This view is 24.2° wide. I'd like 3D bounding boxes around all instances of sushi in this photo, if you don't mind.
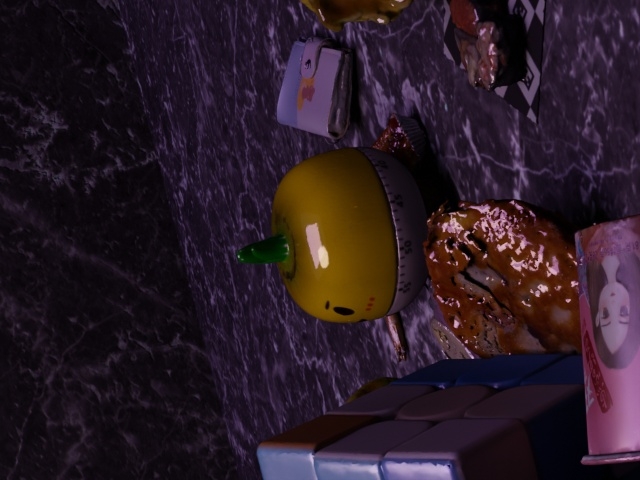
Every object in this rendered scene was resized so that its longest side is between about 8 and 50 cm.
[{"bbox_3d":[0.195,-0.326,1.922,0.294,0.059,0.292,-129,33,-56],"label":"sushi"}]

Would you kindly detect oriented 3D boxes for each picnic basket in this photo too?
[{"bbox_3d":[0.146,-0.010,2.266,0.193,0.054,0.110,107,147,-57],"label":"picnic basket"}]

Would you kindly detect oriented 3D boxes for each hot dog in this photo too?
[{"bbox_3d":[0.114,-0.123,2.298,0.108,0.059,0.191,67,157,20],"label":"hot dog"}]

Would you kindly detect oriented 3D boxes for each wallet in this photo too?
[{"bbox_3d":[-0.001,-0.261,2.536,0.231,0.069,0.170,28,109,63],"label":"wallet"}]

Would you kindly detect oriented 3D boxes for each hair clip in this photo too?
[{"bbox_3d":[0.203,0.133,2.192,0.146,0.056,0.187,91,156,-52],"label":"hair clip"}]

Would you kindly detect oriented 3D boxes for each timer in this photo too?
[{"bbox_3d":[0.000,0.000,2.197,0.285,0.285,0.285,168,90,-72],"label":"timer"}]

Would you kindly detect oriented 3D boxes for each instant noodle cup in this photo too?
[{"bbox_3d":[0.354,0.090,1.441,0.243,0.242,0.231,148,115,-71],"label":"instant noodle cup"}]

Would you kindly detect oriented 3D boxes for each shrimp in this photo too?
[{"bbox_3d":[0.123,0.152,2.495,0.059,0.023,0.108,123,133,-78],"label":"shrimp"}]

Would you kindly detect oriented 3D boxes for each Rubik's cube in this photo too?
[{"bbox_3d":[0.187,0.342,1.724,0.344,0.347,0.347,-8,101,49],"label":"Rubik's cube"}]

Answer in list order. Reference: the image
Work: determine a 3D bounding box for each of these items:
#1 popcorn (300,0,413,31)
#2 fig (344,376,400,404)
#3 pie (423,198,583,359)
[{"bbox_3d":[0.049,-0.418,2.043,0.270,0.224,0.258,-173,65,-75],"label":"popcorn"},{"bbox_3d":[0.128,0.329,2.386,0.234,0.167,0.167,58,166,-14],"label":"fig"},{"bbox_3d":[0.251,0.066,1.824,0.308,0.085,0.308,29,147,22],"label":"pie"}]
